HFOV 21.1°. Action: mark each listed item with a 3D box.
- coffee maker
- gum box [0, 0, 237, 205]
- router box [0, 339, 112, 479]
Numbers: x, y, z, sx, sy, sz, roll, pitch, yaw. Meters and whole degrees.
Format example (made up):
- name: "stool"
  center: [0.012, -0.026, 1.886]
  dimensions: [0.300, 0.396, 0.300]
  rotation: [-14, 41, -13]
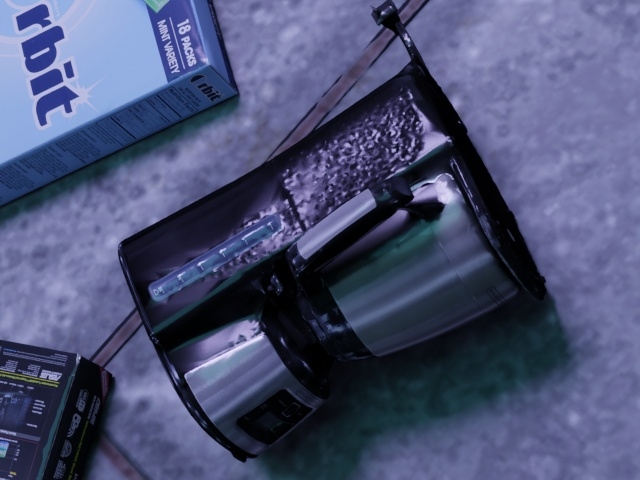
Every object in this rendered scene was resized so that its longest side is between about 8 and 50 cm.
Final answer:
- name: "coffee maker"
  center: [0.000, 0.000, 0.861]
  dimensions: [0.178, 0.120, 0.171]
  rotation: [-29, 37, 10]
- name: "gum box"
  center: [-0.153, -0.119, 1.008]
  dimensions: [0.184, 0.041, 0.157]
  rotation: [-23, 62, 13]
- name: "router box"
  center: [-0.182, 0.101, 0.933]
  dimensions: [0.122, 0.038, 0.092]
  rotation: [8, 73, 27]
